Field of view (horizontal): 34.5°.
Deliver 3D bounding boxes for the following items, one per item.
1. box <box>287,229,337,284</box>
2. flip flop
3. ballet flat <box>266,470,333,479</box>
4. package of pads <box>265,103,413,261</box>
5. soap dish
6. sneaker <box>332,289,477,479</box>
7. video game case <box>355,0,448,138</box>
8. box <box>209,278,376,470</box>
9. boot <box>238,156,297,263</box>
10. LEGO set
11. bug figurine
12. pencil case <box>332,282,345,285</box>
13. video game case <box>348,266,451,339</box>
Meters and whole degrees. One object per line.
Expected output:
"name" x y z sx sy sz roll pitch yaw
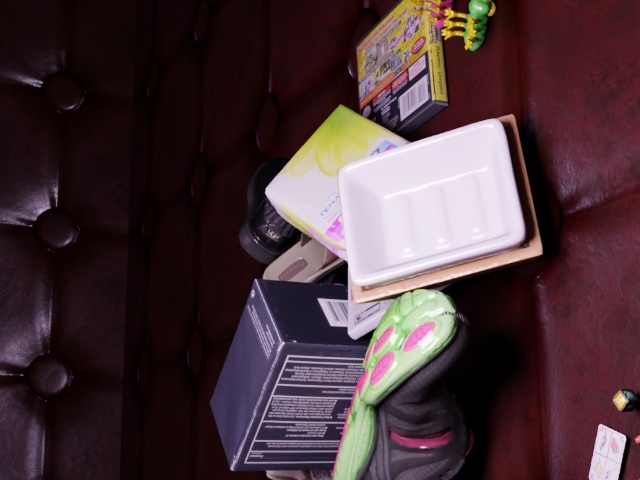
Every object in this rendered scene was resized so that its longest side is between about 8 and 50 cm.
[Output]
"box" -0.032 0.067 2.064 0.232 0.059 0.183 -63 18 -20
"flip flop" 0.000 0.000 1.945 0.112 0.277 0.080 49 175 35
"ballet flat" -0.032 0.465 1.998 0.409 0.147 0.147 -119 42 -52
"package of pads" 0.060 -0.088 1.792 0.229 0.101 0.296 -48 41 -4
"soap dish" 0.177 -0.038 1.544 0.291 0.118 0.228 -16 64 20
"sneaker" 0.153 0.247 1.559 0.482 0.202 0.185 103 -178 -49
"video game case" 0.145 -0.310 1.910 0.275 0.035 0.248 145 126 -59
"box" -0.004 0.238 1.792 0.294 0.296 0.182 -68 30 29
"boot" -0.035 -0.127 2.122 0.260 0.131 0.348 -49 20 29
"LEGO set" 0.375 0.312 1.259 0.182 0.060 0.244 21 103 60
"bug figurine" 0.238 -0.436 1.697 0.279 0.072 0.216 48 134 52
"pencil case" 0.011 0.125 2.058 0.152 0.064 0.070 -21 84 61
"video game case" 0.129 0.054 1.690 0.201 0.023 0.183 -33 28 22
